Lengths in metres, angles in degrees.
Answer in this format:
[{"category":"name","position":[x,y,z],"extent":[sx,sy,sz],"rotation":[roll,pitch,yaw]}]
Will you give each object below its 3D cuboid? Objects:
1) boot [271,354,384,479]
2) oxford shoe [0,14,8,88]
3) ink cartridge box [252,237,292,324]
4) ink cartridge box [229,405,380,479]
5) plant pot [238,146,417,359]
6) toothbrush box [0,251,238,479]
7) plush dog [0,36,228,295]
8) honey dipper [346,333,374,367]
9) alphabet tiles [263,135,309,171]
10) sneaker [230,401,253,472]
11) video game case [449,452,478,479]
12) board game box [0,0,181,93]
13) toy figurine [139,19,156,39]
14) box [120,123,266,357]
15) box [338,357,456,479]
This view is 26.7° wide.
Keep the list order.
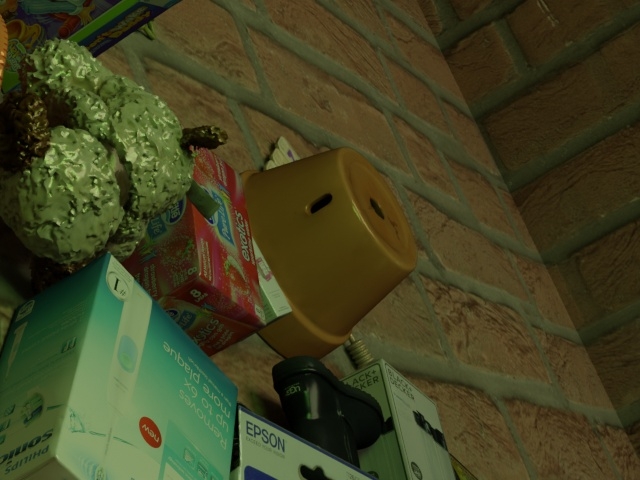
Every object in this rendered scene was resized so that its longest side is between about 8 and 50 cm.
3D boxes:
[{"category":"boot","position":[0.020,0.282,1.714],"extent":[0.246,0.094,0.207],"rotation":[46,28,-52]},{"category":"oxford shoe","position":[-0.407,-0.222,1.386],"extent":[0.133,0.130,0.363],"rotation":[11,46,-33]},{"category":"ink cartridge box","position":[-0.107,0.060,1.720],"extent":[0.122,0.088,0.052],"rotation":[61,22,6]},{"category":"ink cartridge box","position":[-0.017,0.373,1.459],"extent":[0.303,0.072,0.307],"rotation":[37,38,-46]},{"category":"plant pot","position":[0.000,0.000,1.904],"extent":[0.291,0.203,0.291],"rotation":[49,21,-27]},{"category":"toothbrush box","position":[-0.196,0.190,1.254],"extent":[0.216,0.126,0.295],"rotation":[50,22,-26]},{"category":"plush dog","position":[-0.234,-0.061,1.379],"extent":[0.225,0.211,0.262],"rotation":[-43,127,-49]},{"category":"honey dipper","position":[0.029,0.120,2.067],"extent":[0.160,0.030,0.030],"rotation":[59,19,4]},{"category":"alphabet tiles","position":[-0.004,-0.032,2.217],"extent":[0.278,0.021,0.284],"rotation":[54,20,-16]},{"category":"sneaker","position":[-0.094,0.227,1.523],"extent":[0.188,0.078,0.067],"rotation":[37,29,-50]},{"category":"video game case","position":[0.288,0.474,2.107],"extent":[0.275,0.035,0.248],"rotation":[46,10,-34]},{"category":"board game box","position":[-0.334,-0.375,1.564],"extent":[0.347,0.233,0.078],"rotation":[62,19,7]},{"category":"toy figurine","position":[-0.268,-0.461,1.883],"extent":[0.362,0.217,0.191],"rotation":[30,35,-54]},{"category":"box","position":[-0.162,0.005,1.608],"extent":[0.128,0.123,0.257],"rotation":[41,26,-41]},{"category":"box","position":[0.118,0.328,1.894],"extent":[0.169,0.087,0.290],"rotation":[42,25,-41]}]
